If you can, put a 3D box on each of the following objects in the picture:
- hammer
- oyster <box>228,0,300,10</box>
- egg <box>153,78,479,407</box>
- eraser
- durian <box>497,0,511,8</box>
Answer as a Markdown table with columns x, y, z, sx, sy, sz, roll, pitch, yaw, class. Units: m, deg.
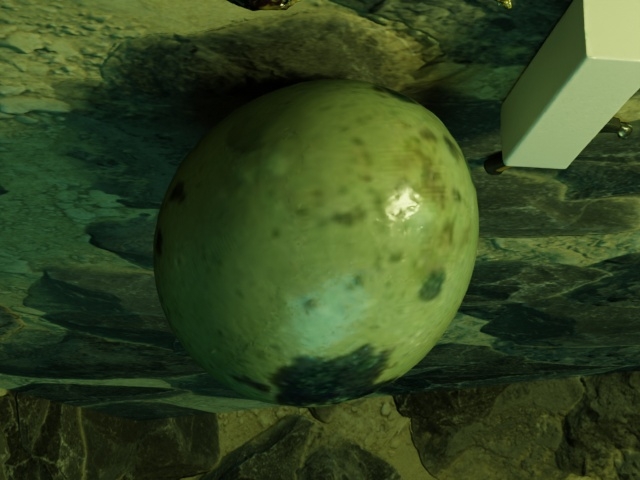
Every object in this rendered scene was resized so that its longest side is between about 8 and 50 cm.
| x | y | z | sx | sy | sz | roll | pitch | yaw | class |
| --- | --- | --- | --- | --- | --- | --- | --- | --- | --- |
| 0.273 | -0.115 | 1.675 | 0.078 | 0.021 | 0.201 | 15 | 157 | -38 | hammer |
| -0.086 | -0.252 | 1.049 | 0.233 | 0.107 | 0.161 | 28 | 167 | -3 | oyster |
| 0.000 | 0.000 | 1.526 | 0.345 | 0.345 | 0.428 | 10 | 147 | -28 | egg |
| 0.262 | -0.160 | 1.439 | 0.078 | 0.076 | 0.298 | 2 | 163 | -8 | eraser |
| 0.075 | -0.268 | 0.974 | 0.237 | 0.193 | 0.138 | 4 | 127 | -49 | durian |
